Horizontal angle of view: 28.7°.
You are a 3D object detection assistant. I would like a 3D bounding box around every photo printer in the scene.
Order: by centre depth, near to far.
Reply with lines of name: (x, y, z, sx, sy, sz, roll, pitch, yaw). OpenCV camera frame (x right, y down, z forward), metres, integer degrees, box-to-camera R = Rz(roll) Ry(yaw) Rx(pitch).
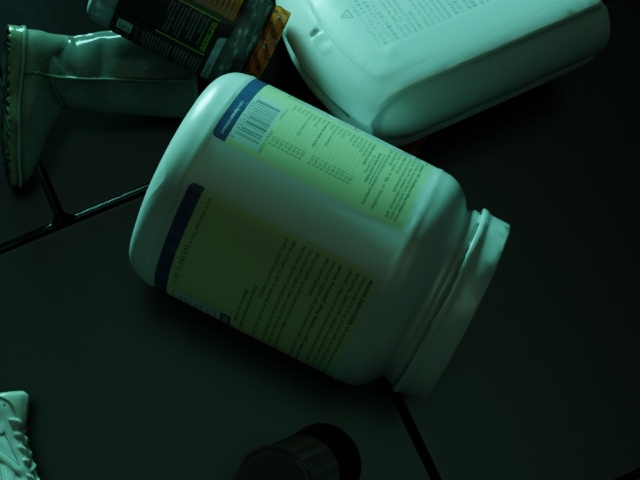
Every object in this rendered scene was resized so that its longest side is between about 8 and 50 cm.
photo printer: (0.117, -0.243, 1.359, 0.307, 0.107, 0.256, -25, 57, -11)

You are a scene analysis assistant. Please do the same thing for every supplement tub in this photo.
supplement tub: (0.000, 0.000, 1.251, 0.325, 0.235, 0.235, 27, 75, 3)
supplement tub: (-0.135, -0.240, 1.301, 0.190, 0.117, 0.117, 27, 75, -8)

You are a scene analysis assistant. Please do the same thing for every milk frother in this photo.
milk frother: (-0.019, 0.268, 1.231, 0.129, 0.135, 0.143, -40, 77, 18)

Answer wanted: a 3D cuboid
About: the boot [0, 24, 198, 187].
boot: (-0.238, -0.146, 1.360, 0.208, 0.076, 0.189, 2, 100, -22)

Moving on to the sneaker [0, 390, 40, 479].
sneaker: (-0.321, 0.208, 1.249, 0.232, 0.090, 0.115, 44, 73, 6)

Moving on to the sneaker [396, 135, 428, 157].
sneaker: (0.094, -0.124, 1.389, 0.064, 0.067, 0.175, 27, 58, 29)
